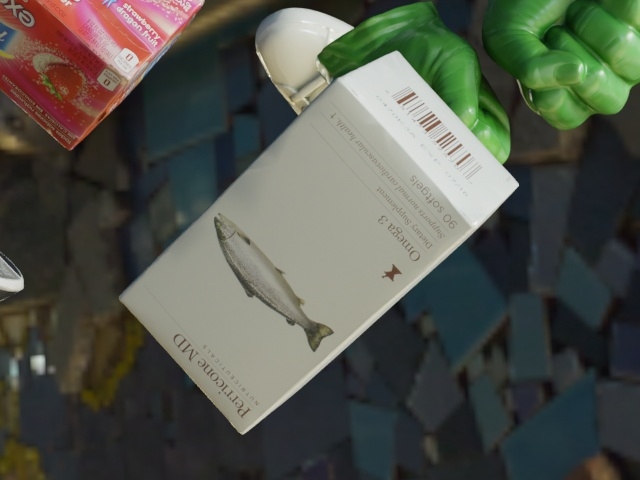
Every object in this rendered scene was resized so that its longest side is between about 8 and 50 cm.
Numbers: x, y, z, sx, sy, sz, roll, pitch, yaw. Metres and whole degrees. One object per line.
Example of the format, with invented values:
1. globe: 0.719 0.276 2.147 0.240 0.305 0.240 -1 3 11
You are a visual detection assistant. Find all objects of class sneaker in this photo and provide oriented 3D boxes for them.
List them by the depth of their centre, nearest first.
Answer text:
1. sneaker: 0.045 -0.115 1.719 0.106 0.290 0.123 -36 24 27

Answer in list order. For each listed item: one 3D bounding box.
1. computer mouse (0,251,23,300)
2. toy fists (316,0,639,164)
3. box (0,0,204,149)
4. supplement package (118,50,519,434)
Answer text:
1. computer mouse: -0.278 0.017 1.143 0.106 0.042 0.193 40 11 33
2. toy fists: 0.130 -0.131 1.271 0.279 0.142 0.096 -27 -16 12
3. box: -0.242 -0.218 1.378 0.122 0.257 0.128 -41 10 49
4. supplement package: 0.000 0.000 0.908 0.179 0.105 0.105 -44 -2 23
